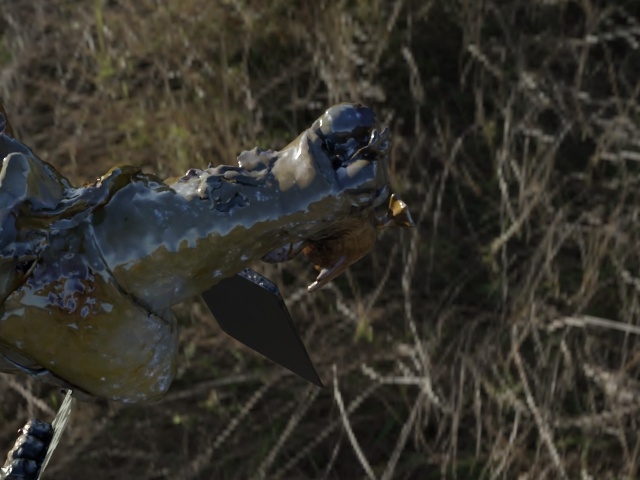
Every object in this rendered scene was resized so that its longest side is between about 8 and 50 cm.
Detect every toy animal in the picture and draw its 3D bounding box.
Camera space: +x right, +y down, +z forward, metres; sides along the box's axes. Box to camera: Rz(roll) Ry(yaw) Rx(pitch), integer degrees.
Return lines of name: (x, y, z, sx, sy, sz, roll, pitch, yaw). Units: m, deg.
toy animal: (0.000, 0.000, 1.567, 0.179, 0.188, 0.089, -29, 74, -26)

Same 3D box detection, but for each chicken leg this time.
chicken leg: (-0.069, 0.006, 0.590, 0.196, 0.125, 0.080, -5, 49, -21)

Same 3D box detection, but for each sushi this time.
sushi: (-0.419, 0.313, 2.094, 0.047, 0.219, 0.231, 27, 93, -11)

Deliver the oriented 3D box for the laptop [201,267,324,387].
laptop: (-0.066, 0.063, 1.396, 0.135, 0.197, 0.016, 29, 70, 26)

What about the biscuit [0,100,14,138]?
biscuit: (-0.228, -0.027, 0.666, 0.188, 0.027, 0.188, 0, 67, 1)
